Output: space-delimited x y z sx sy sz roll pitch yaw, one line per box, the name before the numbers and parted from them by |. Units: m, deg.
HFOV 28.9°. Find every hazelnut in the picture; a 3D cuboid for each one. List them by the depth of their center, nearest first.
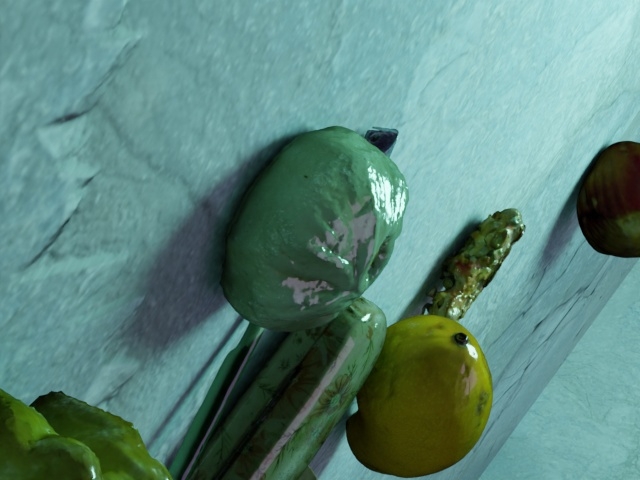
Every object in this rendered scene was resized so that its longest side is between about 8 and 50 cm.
hazelnut | 0.573 -0.079 2.264 0.229 0.229 0.229 -47 160 -24

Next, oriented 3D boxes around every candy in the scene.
candy | -0.151 0.258 1.209 0.440 0.119 0.119 -62 162 -4

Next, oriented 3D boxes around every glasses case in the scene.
glasses case | -0.071 0.236 1.342 0.425 0.098 0.156 -54 164 -7

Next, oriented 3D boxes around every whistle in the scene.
whistle | 0.034 -0.040 1.246 0.033 0.033 0.176 -32 151 -50

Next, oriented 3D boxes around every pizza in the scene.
pizza | 0.206 0.043 1.765 0.226 0.069 0.147 -54 -177 5

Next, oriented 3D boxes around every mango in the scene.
mango | 0.135 0.223 1.692 0.359 0.187 0.144 100 18 -52

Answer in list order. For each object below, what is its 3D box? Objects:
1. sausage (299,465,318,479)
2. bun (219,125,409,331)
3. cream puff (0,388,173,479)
sausage | -0.053 0.359 1.560 0.123 0.123 0.253 -49 161 -19
bun | 0.000 0.000 1.102 0.195 0.118 0.195 -47 163 -20
cream puff | -0.201 0.209 0.828 0.244 0.196 0.244 -47 158 -26
